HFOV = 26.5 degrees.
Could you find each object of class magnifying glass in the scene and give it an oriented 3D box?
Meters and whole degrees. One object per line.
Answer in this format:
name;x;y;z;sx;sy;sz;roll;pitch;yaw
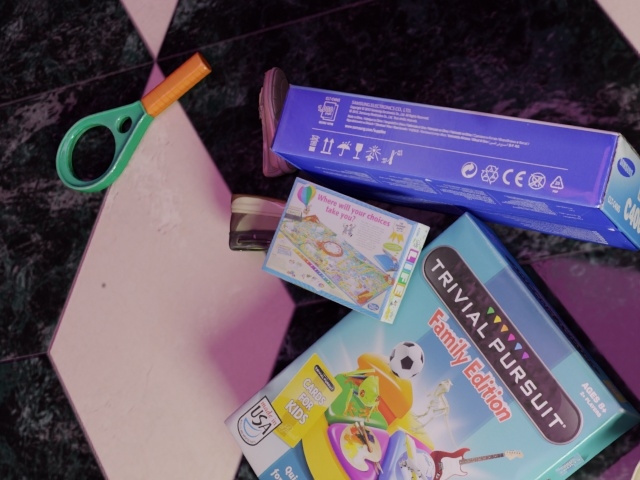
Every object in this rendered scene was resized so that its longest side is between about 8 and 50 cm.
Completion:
magnifying glass;-0.225;-0.143;1.620;0.231;0.026;0.092;-36;64;14

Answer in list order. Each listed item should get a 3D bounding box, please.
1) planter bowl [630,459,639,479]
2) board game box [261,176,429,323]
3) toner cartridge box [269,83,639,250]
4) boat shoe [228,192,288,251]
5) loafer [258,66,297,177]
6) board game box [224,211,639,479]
planter bowl;0.358;0.237;1.175;0.162;0.109;0.162;-7;75;25
board game box;0.023;0.009;1.362;0.154;0.026;0.103;22;92;32
toner cartridge box;0.141;-0.073;1.335;0.348;0.165;0.075;12;83;28
boat shoe;-0.001;0.000;1.443;0.223;0.080;0.073;12;94;28
loafer;-0.055;-0.132;1.521;0.039;0.045;0.125;-16;73;30
board game box;0.101;0.177;1.339;0.336;0.079;0.254;-42;63;12
